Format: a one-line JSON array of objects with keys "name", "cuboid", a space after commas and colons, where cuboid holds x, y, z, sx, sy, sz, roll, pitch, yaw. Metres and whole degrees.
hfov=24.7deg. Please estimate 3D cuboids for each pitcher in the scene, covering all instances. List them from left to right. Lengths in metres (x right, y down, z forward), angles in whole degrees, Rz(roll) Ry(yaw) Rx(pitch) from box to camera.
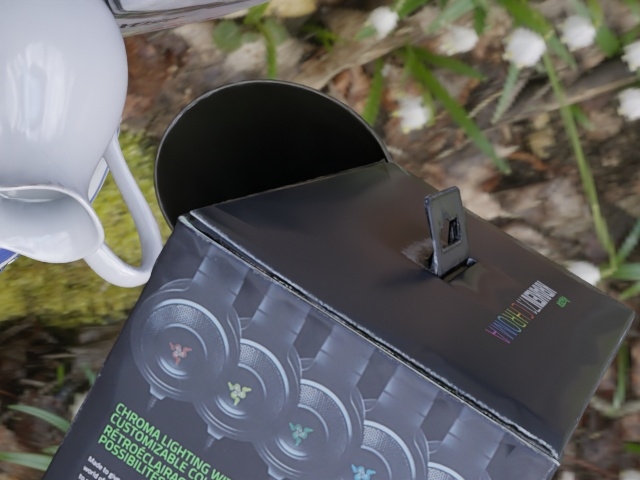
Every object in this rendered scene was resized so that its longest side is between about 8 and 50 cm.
[{"name": "pitcher", "cuboid": [-0.180, -0.077, 1.020, 0.178, 0.125, 0.207, 33, 42, -43]}]

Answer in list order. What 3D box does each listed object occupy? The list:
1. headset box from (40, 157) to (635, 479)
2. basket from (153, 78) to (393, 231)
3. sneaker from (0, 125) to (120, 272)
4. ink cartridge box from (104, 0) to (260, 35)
[{"name": "headset box", "cuboid": [-0.010, 0.111, 0.535, 0.131, 0.246, 0.283, 33, 105, 11]}, {"name": "basket", "cuboid": [0.000, 0.000, 1.151, 0.154, 0.204, 0.227, -55, 151, -9]}, {"name": "sneaker", "cuboid": [-0.323, -0.036, 1.381, 0.127, 0.182, 0.315, 38, 84, 6]}, {"name": "ink cartridge box", "cuboid": [-0.065, -0.279, 1.167, 0.285, 0.395, 0.166, -20, 98, -47]}]
